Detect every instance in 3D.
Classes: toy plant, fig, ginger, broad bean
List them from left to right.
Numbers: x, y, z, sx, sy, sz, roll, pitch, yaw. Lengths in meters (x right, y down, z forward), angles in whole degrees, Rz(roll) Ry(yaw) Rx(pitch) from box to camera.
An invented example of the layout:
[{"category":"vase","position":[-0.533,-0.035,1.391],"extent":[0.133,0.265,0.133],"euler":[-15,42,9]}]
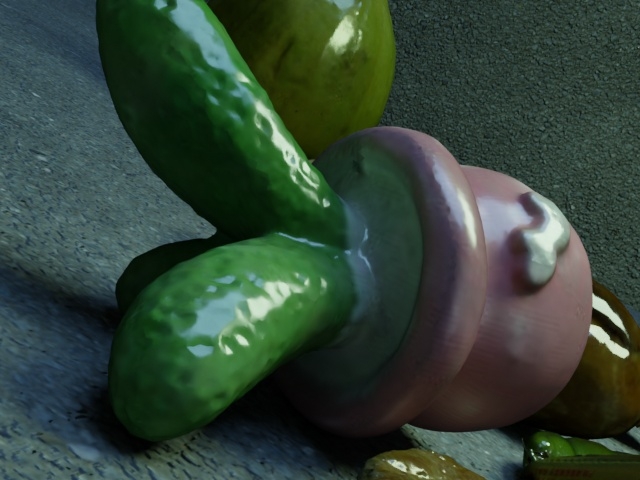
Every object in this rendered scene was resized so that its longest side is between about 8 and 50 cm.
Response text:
[{"category":"fig","position":[-0.036,-0.266,1.562],"extent":[0.343,0.343,0.343],"euler":[29,10,-6]},{"category":"toy plant","position":[0.007,-0.001,0.703],"extent":[0.356,0.210,0.317],"euler":[12,59,-30]},{"category":"ginger","position":[0.184,0.074,1.029],"extent":[0.172,0.165,0.321],"euler":[-6,38,-45]},{"category":"broad bean","position":[0.242,0.202,0.912],"extent":[0.254,0.046,0.065],"euler":[22,2,-41]}]

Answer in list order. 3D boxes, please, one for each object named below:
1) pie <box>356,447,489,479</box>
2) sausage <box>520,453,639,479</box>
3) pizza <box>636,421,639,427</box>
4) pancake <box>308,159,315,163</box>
[{"category":"pie","position":[0.097,0.186,0.587],"extent":[0.195,0.046,0.195],"euler":[31,9,-5]},{"category":"sausage","position":[0.270,0.172,0.647],"extent":[0.082,0.082,0.371],"euler":[21,-23,-40]},{"category":"pizza","position":[0.346,0.186,1.258],"extent":[0.188,0.062,0.199],"euler":[23,2,4]},{"category":"pancake","position":[0.110,0.020,1.323],"extent":[0.387,0.082,0.387],"euler":[33,13,-8]}]
